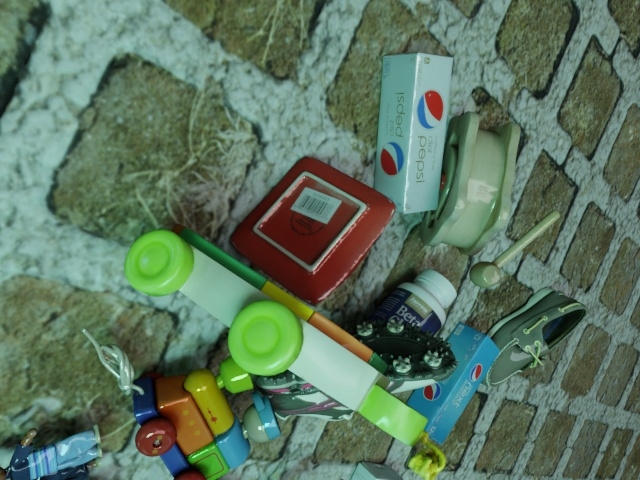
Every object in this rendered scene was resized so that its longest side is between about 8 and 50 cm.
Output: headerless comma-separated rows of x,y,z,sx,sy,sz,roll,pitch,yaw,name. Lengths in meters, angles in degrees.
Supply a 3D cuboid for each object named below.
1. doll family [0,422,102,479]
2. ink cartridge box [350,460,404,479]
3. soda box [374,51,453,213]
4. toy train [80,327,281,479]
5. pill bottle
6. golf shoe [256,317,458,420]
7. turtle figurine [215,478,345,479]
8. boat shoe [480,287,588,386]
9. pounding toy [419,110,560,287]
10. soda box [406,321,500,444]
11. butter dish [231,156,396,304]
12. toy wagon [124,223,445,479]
-0.293,0.275,0.518,0.111,0.076,0.192,-7,103,-29,doll family
0.086,0.466,0.857,0.089,0.052,0.122,28,86,-38,ink cartridge box
0.130,-0.151,0.690,0.074,0.069,0.216,-9,110,-34,soda box
-0.144,0.169,0.551,0.143,0.105,0.248,-24,117,-13,toy train
0.137,0.127,0.763,0.169,0.094,0.094,-45,125,-17,pill bottle
0.049,0.185,0.670,0.273,0.105,0.120,-5,123,5,golf shoe
-0.105,0.402,0.679,0.269,0.087,0.217,-46,118,-5,turtle figurine
0.437,0.206,1.004,0.305,0.091,0.109,-32,120,-24,boat shoe
0.252,-0.053,0.734,0.155,0.154,0.269,14,78,-4,pounding toy
0.243,0.264,0.899,0.210,0.067,0.071,-53,127,-11,soda box
0.000,0.000,0.612,0.160,0.160,0.118,-50,149,-12,butter dish
-0.024,0.100,0.479,0.068,0.344,0.267,-57,157,-10,toy wagon
